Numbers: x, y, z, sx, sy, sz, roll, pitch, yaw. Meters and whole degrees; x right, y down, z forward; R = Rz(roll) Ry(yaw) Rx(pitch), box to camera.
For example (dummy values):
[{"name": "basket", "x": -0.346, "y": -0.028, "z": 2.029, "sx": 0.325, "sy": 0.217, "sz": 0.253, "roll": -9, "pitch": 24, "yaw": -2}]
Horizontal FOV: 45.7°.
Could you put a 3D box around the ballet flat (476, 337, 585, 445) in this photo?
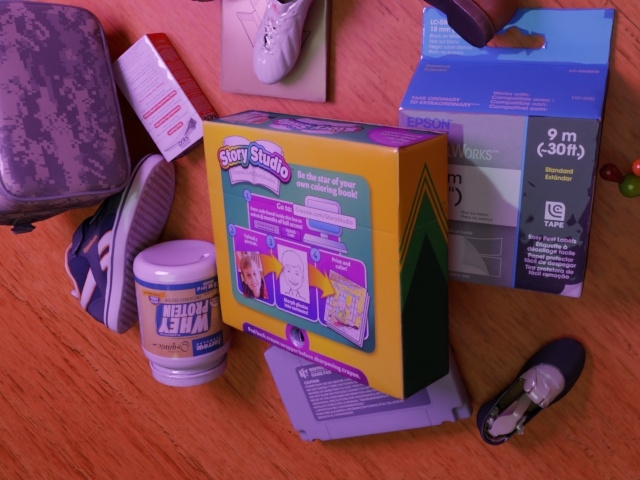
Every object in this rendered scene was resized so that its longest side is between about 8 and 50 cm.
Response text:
[{"name": "ballet flat", "x": 0.291, "y": 0.219, "z": 1.058, "sx": 0.074, "sy": 0.074, "sz": 0.203, "roll": 41, "pitch": 119, "yaw": 5}]

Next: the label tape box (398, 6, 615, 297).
[{"name": "label tape box", "x": 0.221, "y": -0.114, "z": 0.946, "sx": 0.240, "sy": 0.106, "sz": 0.334, "roll": 7, "pitch": 112, "yaw": 21}]

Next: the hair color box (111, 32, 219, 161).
[{"name": "hair color box", "x": -0.231, "y": -0.214, "z": 1.137, "sx": 0.093, "sy": 0.053, "sz": 0.167, "roll": -31, "pitch": 93, "yaw": 28}]

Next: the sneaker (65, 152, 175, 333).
[{"name": "sneaker", "x": -0.332, "y": -0.006, "z": 1.216, "sx": 0.127, "sy": 0.126, "sz": 0.321, "roll": 27, "pitch": 115, "yaw": 14}]

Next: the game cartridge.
[{"name": "game cartridge", "x": 0.065, "y": 0.200, "z": 1.160, "sx": 0.294, "sy": 0.060, "sz": 0.196, "roll": -15, "pitch": 106, "yaw": 27}]

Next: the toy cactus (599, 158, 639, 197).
[{"name": "toy cactus", "x": 0.455, "y": -0.093, "z": 0.870, "sx": 0.180, "sy": 0.112, "sz": 0.219, "roll": 42, "pitch": 119, "yaw": -17}]

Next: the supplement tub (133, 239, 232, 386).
[{"name": "supplement tub", "x": -0.214, "y": 0.112, "z": 1.195, "sx": 0.144, "sy": 0.144, "sz": 0.200, "roll": 6, "pitch": 111, "yaw": 21}]

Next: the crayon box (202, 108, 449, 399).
[{"name": "crayon box", "x": 0.000, "y": 0.000, "z": 1.014, "sx": 0.362, "sy": 0.106, "sz": 0.313, "roll": 16, "pitch": 116, "yaw": 43}]

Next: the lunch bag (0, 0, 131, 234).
[{"name": "lunch bag", "x": -0.440, "y": -0.178, "z": 1.128, "sx": 0.256, "sy": 0.212, "sz": 0.305, "roll": -15, "pitch": 87, "yaw": 47}]

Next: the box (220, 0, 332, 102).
[{"name": "box", "x": -0.063, "y": -0.300, "z": 1.050, "sx": 0.164, "sy": 0.021, "sz": 0.201, "roll": 10, "pitch": 112, "yaw": 20}]

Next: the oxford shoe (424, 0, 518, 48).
[{"name": "oxford shoe", "x": 0.154, "y": -0.332, "z": 0.927, "sx": 0.076, "sy": 0.076, "sz": 0.212, "roll": -40, "pitch": 82, "yaw": -6}]

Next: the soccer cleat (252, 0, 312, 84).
[{"name": "soccer cleat", "x": -0.047, "y": -0.292, "z": 0.989, "sx": 0.068, "sy": 0.076, "sz": 0.196, "roll": 33, "pitch": 118, "yaw": 8}]
